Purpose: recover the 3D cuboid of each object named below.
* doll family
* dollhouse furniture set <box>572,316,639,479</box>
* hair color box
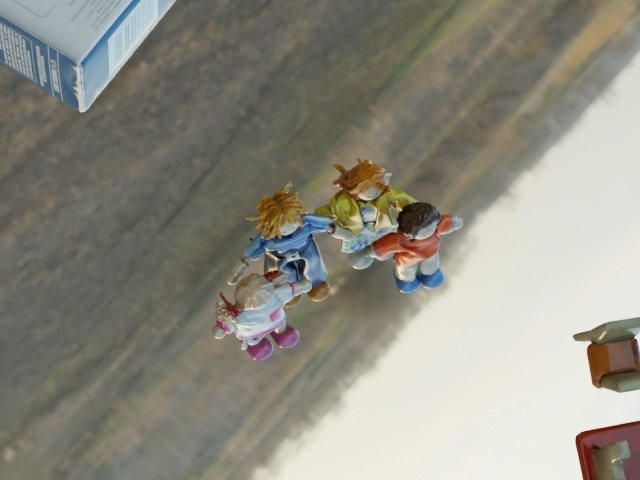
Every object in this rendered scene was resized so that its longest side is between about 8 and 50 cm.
[{"bbox_3d":[0.000,0.000,1.407,0.263,0.118,0.163,-24,153,-8],"label":"doll family"},{"bbox_3d":[0.360,0.193,1.346,0.259,0.262,0.135,-8,173,-11],"label":"dollhouse furniture set"},{"bbox_3d":[-0.327,-0.295,1.453,0.174,0.347,0.105,-55,172,-24],"label":"hair color box"}]
